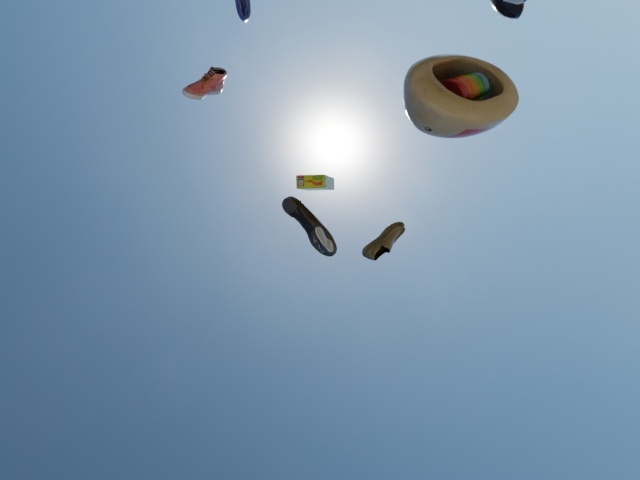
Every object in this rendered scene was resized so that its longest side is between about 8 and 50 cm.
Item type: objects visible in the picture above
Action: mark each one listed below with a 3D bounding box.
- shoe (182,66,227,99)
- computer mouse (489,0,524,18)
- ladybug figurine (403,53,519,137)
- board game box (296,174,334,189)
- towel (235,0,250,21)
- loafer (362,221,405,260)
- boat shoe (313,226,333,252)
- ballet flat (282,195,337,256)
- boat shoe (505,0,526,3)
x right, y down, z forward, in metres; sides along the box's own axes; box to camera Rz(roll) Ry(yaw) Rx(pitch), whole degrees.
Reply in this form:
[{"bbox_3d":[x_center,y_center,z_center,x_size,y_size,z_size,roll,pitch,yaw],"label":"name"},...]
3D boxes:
[{"bbox_3d":[-0.366,-0.504,1.741,0.063,0.081,0.178,37,-146,12],"label":"shoe"},{"bbox_3d":[0.454,-0.689,1.394,0.188,0.072,0.272,-101,-10,-52],"label":"computer mouse"},{"bbox_3d":[0.418,-0.428,1.660,0.449,0.162,0.305,-22,-119,-36],"label":"ladybug figurine"},{"bbox_3d":[-0.014,-0.186,1.773,0.181,0.092,0.043,-18,-72,-79],"label":"board game box"},{"bbox_3d":[-0.179,-0.612,1.206,0.040,0.336,0.243,-8,-67,-3],"label":"towel"},{"bbox_3d":[0.187,0.007,1.550,0.050,0.148,0.056,49,180,38],"label":"loafer"},{"bbox_3d":[0.000,0.000,1.648,0.125,0.038,0.046,47,-142,-56],"label":"boat shoe"},{"bbox_3d":[-0.028,-0.051,1.783,0.250,0.084,0.058,47,-146,13],"label":"ballet flat"},{"bbox_3d":[0.300,-0.403,0.646,0.088,0.096,0.267,22,-92,7],"label":"boat shoe"}]
